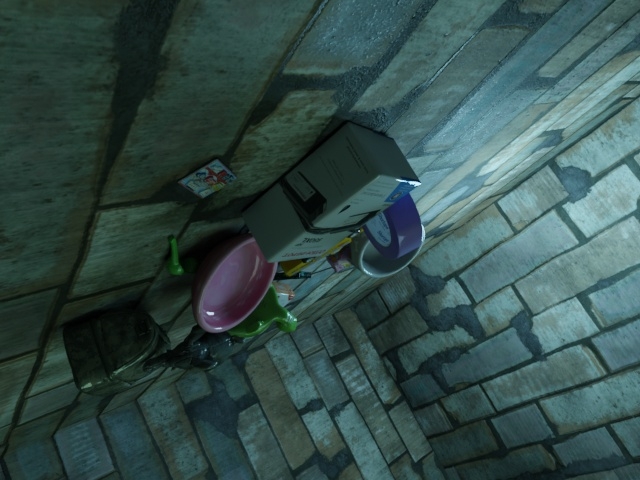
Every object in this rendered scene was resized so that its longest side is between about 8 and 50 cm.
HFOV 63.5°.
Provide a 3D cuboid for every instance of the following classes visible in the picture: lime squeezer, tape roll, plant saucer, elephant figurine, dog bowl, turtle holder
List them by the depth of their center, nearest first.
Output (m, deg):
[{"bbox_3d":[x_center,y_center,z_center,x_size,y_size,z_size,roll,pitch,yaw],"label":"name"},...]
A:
[{"bbox_3d":[-0.368,0.048,1.444,0.110,0.058,0.310,-62,162,0],"label":"lime squeezer"},{"bbox_3d":[-0.265,0.116,1.551,0.332,0.084,0.332,-41,148,-33],"label":"plant saucer"},{"bbox_3d":[-0.380,0.343,1.574,0.186,0.169,0.239,-60,165,5],"label":"elephant figurine"},{"bbox_3d":[0.206,-0.080,1.627,0.090,0.275,0.275,-26,165,-15],"label":"tape roll"},{"bbox_3d":[-0.251,0.220,1.798,0.320,0.244,0.227,-9,162,-16],"label":"turtle holder"},{"bbox_3d":[0.268,0.007,2.095,0.348,0.102,0.349,-17,135,-17],"label":"dog bowl"}]

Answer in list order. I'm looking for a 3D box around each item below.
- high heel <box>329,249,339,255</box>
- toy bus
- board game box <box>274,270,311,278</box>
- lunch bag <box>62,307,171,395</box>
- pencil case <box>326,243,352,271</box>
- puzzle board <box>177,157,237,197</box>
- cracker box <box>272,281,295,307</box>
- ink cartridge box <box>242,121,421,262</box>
[{"bbox_3d":[-0.013,0.033,2.032,0.261,0.093,0.186,-32,-176,-20],"label":"high heel"},{"bbox_3d":[0.000,0.000,1.839,0.332,0.108,0.130,-30,166,1],"label":"toy bus"},{"bbox_3d":[-0.144,0.141,2.041,0.186,0.026,0.126,-5,173,20],"label":"board game box"},{"bbox_3d":[-0.604,0.332,1.588,0.255,0.213,0.305,-19,162,-15],"label":"lunch bag"},{"bbox_3d":[0.158,0.025,2.213,0.284,0.124,0.124,-29,166,-6],"label":"pencil case"},{"bbox_3d":[-0.242,-0.131,1.127,0.096,0.011,0.128,-31,165,4],"label":"puzzle board"},{"bbox_3d":[-0.234,0.264,2.090,0.232,0.067,0.155,-44,150,17],"label":"cracker box"},{"bbox_3d":[0.031,-0.113,1.397,0.394,0.166,0.285,-36,164,27],"label":"ink cartridge box"}]
